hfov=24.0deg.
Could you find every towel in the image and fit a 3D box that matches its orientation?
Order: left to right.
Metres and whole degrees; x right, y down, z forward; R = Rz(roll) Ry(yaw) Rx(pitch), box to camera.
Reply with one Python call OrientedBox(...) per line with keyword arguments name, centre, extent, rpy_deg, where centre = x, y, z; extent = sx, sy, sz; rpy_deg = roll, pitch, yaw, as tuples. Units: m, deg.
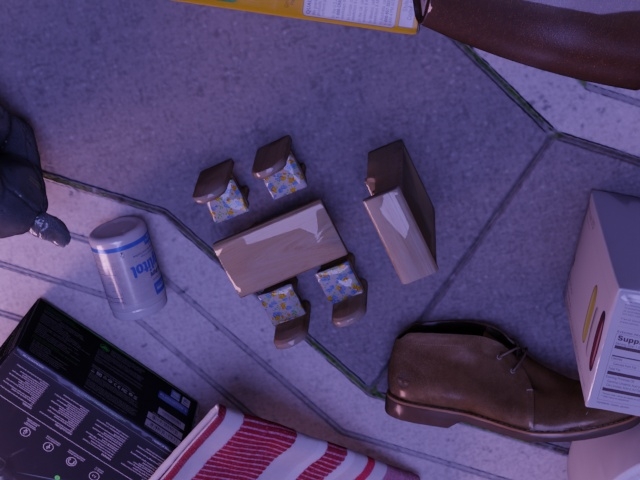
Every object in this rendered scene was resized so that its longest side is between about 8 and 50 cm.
OrientedBox(name="towel", centre=(-0.063, 0.328, 1.842), extent=(0.329, 0.037, 0.237), rpy_deg=(25, 115, -36))

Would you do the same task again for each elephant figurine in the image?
OrientedBox(name="elephant figurine", centre=(-0.439, -0.053, 1.721), extent=(0.239, 0.186, 0.169), rpy_deg=(-25, 154, 25))

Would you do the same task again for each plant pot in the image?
OrientedBox(name="plant pot", centre=(0.215, -0.263, 1.516), extent=(0.230, 0.215, 0.215), rpy_deg=(1, 115, -8))

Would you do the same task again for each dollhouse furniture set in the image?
OrientedBox(name="dollhouse furniture set", centre=(0.000, 0.000, 1.695), extent=(0.242, 0.161, 0.212), rpy_deg=(-22, 111, 13))

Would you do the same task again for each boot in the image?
OrientedBox(name="boot", centre=(0.229, 0.165, 1.781), extent=(0.305, 0.112, 0.115), rpy_deg=(6, 103, 11))

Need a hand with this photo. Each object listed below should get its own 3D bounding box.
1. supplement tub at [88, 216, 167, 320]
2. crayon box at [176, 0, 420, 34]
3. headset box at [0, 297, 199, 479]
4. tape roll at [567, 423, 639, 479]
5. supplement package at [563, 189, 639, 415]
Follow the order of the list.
OrientedBox(name="supplement tub", centre=(-0.226, 0.032, 1.773), extent=(0.071, 0.071, 0.107), rpy_deg=(-12, 114, 8))
OrientedBox(name="crayon box", centre=(-0.041, -0.345, 1.587), extent=(0.323, 0.083, 0.203), rpy_deg=(8, 114, -1))
OrientedBox(name="headset box", centre=(-0.332, 0.261, 1.848), extent=(0.246, 0.131, 0.283), rpy_deg=(35, 111, -12))
OrientedBox(name="tape roll", centre=(0.425, 0.314, 1.809), extent=(0.246, 0.169, 0.246), rpy_deg=(2, 115, 3))
OrientedBox(name="supplement package", centre=(0.390, 0.074, 1.651), extent=(0.204, 0.262, 0.145), rpy_deg=(11, 114, -1))
